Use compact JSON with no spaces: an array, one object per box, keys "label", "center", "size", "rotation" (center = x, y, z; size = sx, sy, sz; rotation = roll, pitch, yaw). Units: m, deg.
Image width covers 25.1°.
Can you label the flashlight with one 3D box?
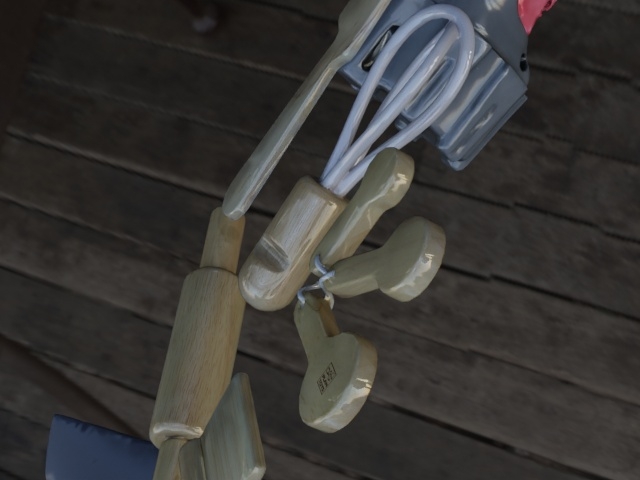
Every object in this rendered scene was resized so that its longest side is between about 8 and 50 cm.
[{"label":"flashlight","center":[0.146,-0.175,0.789],"size":[0.103,0.103,0.304],"rotation":[38,90,21]}]

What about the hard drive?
[{"label":"hard drive","center":[-0.052,0.196,0.942],"size":[0.254,0.172,0.054],"rotation":[13,64,28]}]

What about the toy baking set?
[{"label":"toy baking set","center":[-0.004,0.004,0.584],"size":[0.197,0.030,0.256],"rotation":[-39,33,41]}]
